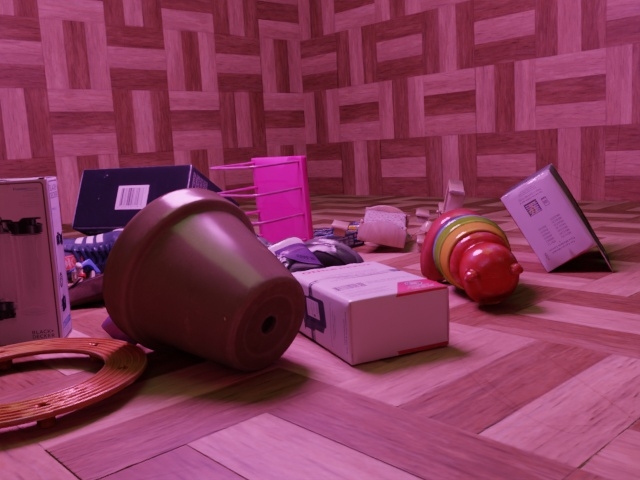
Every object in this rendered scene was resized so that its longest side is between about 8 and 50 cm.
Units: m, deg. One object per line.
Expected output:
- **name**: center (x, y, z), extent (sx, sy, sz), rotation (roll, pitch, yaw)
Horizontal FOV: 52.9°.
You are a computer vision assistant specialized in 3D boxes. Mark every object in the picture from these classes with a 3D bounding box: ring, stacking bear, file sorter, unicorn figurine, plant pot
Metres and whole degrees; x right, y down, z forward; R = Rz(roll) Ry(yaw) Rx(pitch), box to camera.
- **ring**: center (-0.407, 0.195, 0.877), extent (0.336, 0.032, 0.336), rotation (-4, 9, 1)
- **stacking bear**: center (0.308, 0.039, 1.276), extent (0.175, 0.164, 0.289), rotation (-3, 13, 0)
- **file sorter**: center (-0.155, -0.060, 1.651), extent (0.182, 0.291, 0.202), rotation (-15, 14, -43)
- **unicorn figurine**: center (0.212, -0.018, 1.999), extent (0.162, 0.060, 0.111), rotation (-1, 15, -32)
- **plant pot**: center (-0.149, 0.078, 0.962), extent (0.229, 0.263, 0.263), rotation (25, 24, 36)

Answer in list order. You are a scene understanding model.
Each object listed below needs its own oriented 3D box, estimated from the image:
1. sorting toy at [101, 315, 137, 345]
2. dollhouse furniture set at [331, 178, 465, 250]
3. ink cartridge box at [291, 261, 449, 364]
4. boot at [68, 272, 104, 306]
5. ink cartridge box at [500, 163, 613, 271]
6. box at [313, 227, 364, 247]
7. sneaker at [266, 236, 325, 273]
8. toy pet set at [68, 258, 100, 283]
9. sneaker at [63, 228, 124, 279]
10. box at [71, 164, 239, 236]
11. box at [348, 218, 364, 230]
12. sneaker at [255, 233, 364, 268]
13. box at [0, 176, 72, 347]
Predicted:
- **sorting toy**: center (-0.284, 0.068, 1.186), extent (0.127, 0.126, 0.365), rotation (40, 15, -8)
- **dollhouse furniture set**: center (0.237, -0.114, 1.926), extent (0.355, 0.174, 0.303), rotation (10, 22, 6)
- **ink cartridge box**: center (0.070, 0.108, 1.043), extent (0.172, 0.100, 0.237), rotation (-7, 10, -23)
- **boot**: center (-0.441, 0.112, 1.381), extent (0.207, 0.090, 0.248), rotation (-19, 15, -18)
- **ink cartridge box**: center (0.580, -0.036, 1.578), extent (0.130, 0.272, 0.309), rotation (-33, -4, 22)
- **box**: center (0.000, 0.000, 1.980), extent (0.175, 0.051, 0.220), rotation (5, 11, 43)
- **sneaker**: center (-0.114, 0.091, 1.230), extent (0.283, 0.107, 0.124), rotation (-26, 52, -28)
- **toy pet set**: center (-0.539, 0.073, 1.540), extent (0.114, 0.065, 0.122), rotation (-18, -24, 41)
- **sneaker**: center (-0.599, 0.048, 1.663), extent (0.350, 0.131, 0.148), rotation (-8, 5, 36)
- **box**: center (-0.455, -0.071, 1.830), extent (0.343, 0.179, 0.312), rotation (0, -17, 17)
- **box**: center (0.135, -0.033, 2.127), extent (0.054, 0.059, 0.169), rotation (-3, 8, 19)
- **sneaker**: center (-0.071, 0.073, 1.409), extent (0.341, 0.125, 0.140), rotation (3, 38, 17)
- **box**: center (-0.537, 0.035, 1.121), extent (0.169, 0.290, 0.087), rotation (-5, 9, -9)
